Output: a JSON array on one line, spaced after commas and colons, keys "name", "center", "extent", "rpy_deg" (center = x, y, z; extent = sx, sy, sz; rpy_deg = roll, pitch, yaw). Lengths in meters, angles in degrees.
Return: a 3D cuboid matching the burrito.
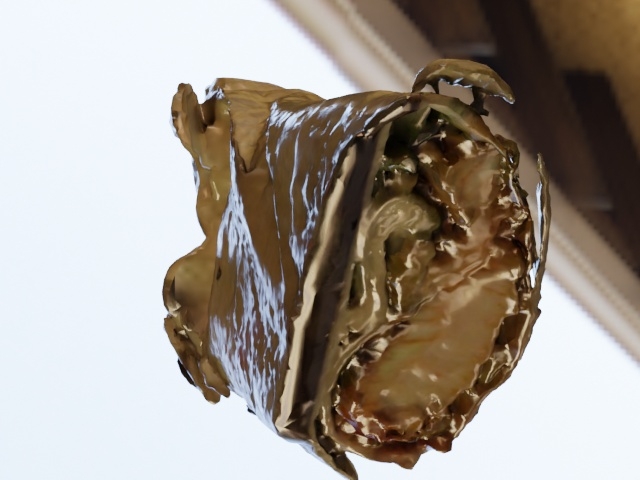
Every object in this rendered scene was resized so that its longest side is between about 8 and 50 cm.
[{"name": "burrito", "center": [0.002, 0.013, 0.818], "extent": [0.107, 0.348, 0.175], "rpy_deg": [-11, -83, -19]}]
